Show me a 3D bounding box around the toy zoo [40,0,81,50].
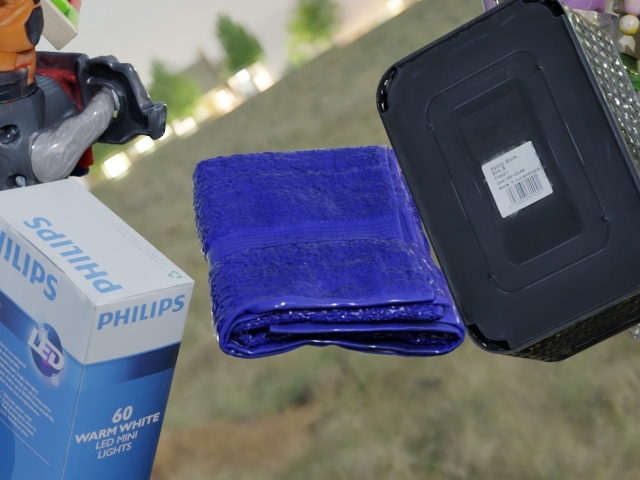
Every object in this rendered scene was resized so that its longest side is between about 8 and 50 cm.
[{"bbox_3d":[-0.325,-0.322,2.001,0.030,0.192,0.293,-39,21,12],"label":"toy zoo"}]

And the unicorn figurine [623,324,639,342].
[{"bbox_3d":[0.286,0.069,1.643,0.162,0.111,0.060,5,79,61],"label":"unicorn figurine"}]

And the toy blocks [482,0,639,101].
[{"bbox_3d":[0.345,-0.162,2.115,0.289,0.260,0.309,14,-3,38],"label":"toy blocks"}]

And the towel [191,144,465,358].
[{"bbox_3d":[0.000,0.000,1.802,0.228,0.076,0.308,0,31,-10],"label":"towel"}]

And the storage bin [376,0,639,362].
[{"bbox_3d":[0.123,-0.033,1.061,0.122,0.180,0.084,-28,-19,21],"label":"storage bin"}]

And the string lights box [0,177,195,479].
[{"bbox_3d":[-0.168,0.108,1.176,0.077,0.133,0.259,-12,-52,-41],"label":"string lights box"}]

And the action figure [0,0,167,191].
[{"bbox_3d":[-0.331,-0.139,1.702,0.341,0.330,0.178,-2,31,34],"label":"action figure"}]
